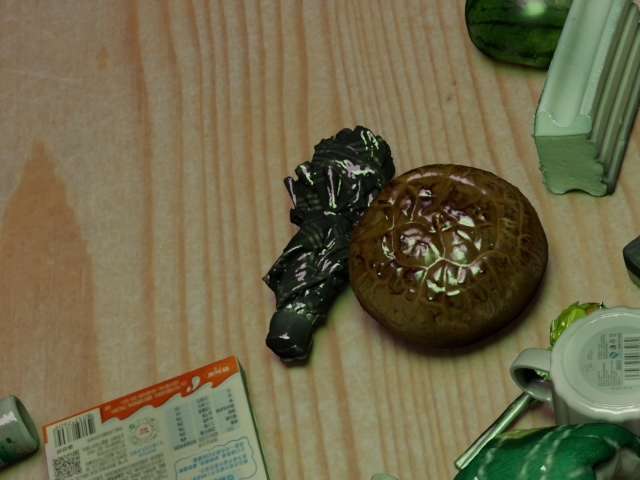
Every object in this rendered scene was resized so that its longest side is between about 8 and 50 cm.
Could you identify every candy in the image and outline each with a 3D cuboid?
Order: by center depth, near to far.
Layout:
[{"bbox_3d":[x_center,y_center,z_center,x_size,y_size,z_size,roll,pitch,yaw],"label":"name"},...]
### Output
[{"bbox_3d":[0.251,0.174,1.852,0.262,0.077,0.073,-46,48,-8],"label":"candy"}]

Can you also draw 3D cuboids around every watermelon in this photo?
[{"bbox_3d":[0.315,-0.347,2.221,0.232,0.127,0.204,5,50,17],"label":"watermelon"}]

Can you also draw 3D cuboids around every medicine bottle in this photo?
[{"bbox_3d":[-0.438,0.262,2.020,0.130,0.080,0.080,-27,47,-2],"label":"medicine bottle"}]

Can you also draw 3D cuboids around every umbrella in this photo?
[{"bbox_3d":[-0.010,-0.005,2.057,0.154,0.128,0.336,19,63,28],"label":"umbrella"}]

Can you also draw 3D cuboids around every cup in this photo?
[{"bbox_3d":[0.310,0.186,1.717,0.221,0.202,0.166,-1,51,16],"label":"cup"}]

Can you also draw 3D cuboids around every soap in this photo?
[{"bbox_3d":[0.355,-0.196,2.062,0.094,0.150,0.261,3,52,29],"label":"soap"}]

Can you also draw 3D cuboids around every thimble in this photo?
[{"bbox_3d":[0.256,0.325,1.570,0.167,0.288,0.254,-13,19,36],"label":"thimble"}]

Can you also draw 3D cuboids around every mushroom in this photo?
[{"bbox_3d":[0.158,0.018,1.954,0.253,0.153,0.253,-5,59,8],"label":"mushroom"}]

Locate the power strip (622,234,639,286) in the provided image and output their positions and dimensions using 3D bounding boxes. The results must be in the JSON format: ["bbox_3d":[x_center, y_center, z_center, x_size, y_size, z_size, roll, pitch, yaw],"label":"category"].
[{"bbox_3d":[0.476,0.069,1.846,0.105,0.070,0.256,-35,46,-7],"label":"power strip"}]

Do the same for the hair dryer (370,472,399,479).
[{"bbox_3d":[0.032,0.307,1.840,0.124,0.038,0.063,-2,49,28],"label":"hair dryer"}]

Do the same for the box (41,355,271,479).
[{"bbox_3d":[-0.198,0.296,1.923,0.273,0.048,0.265,-19,47,3],"label":"box"}]
